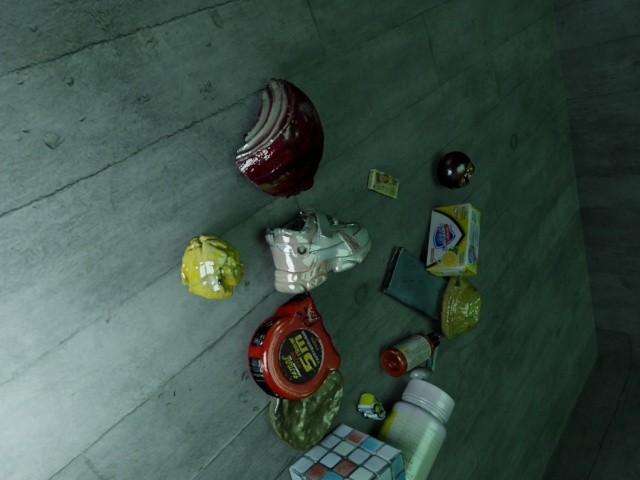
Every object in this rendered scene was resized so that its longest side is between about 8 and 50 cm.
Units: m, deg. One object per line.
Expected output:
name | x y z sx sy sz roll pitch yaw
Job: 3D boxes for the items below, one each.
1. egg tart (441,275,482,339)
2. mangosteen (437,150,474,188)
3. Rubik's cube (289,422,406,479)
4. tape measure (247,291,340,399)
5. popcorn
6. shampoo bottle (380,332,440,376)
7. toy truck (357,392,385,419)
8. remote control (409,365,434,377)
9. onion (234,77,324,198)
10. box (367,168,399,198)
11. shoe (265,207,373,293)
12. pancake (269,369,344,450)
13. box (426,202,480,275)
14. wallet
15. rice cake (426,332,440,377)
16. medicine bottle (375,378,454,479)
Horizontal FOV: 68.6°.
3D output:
egg tart | 0.582 0.274 1.925 0.290 0.115 0.290 -14 107 -55
mangosteen | 0.534 -0.273 1.835 0.152 0.152 0.152 -5 98 -43
Rubik's cube | 0.094 0.770 1.441 0.259 0.253 0.256 -23 109 -41
tape measure | -0.081 0.305 1.302 0.260 0.114 0.253 -33 102 -36
popcorn | -0.257 0.065 1.122 0.148 0.152 0.167 10 114 -10
shampoo bottle | 0.350 0.413 1.753 0.278 0.104 0.104 -13 103 -42
toy truck | 0.183 0.579 1.639 0.111 0.076 0.077 48 42 -36
remote control | 0.379 0.493 1.763 0.229 0.073 0.044 29 52 -68
onion | -0.061 -0.269 1.272 0.280 0.146 0.314 29 70 -46
box | 0.219 -0.196 1.628 0.149 0.020 0.073 13 86 -43
shoe | 0.003 0.000 1.336 0.351 0.172 0.198 -31 112 -39
pancake | -0.043 0.493 1.424 0.294 0.049 0.294 -6 99 -45
box | 0.512 0.001 1.803 0.097 0.168 0.265 29 65 -44
wallet | 0.372 0.175 1.793 0.379 0.046 0.191 32 71 -40
rice cake | 0.459 0.467 1.913 0.042 0.030 0.180 22 78 -56
medicine bottle | 0.321 0.710 1.679 0.379 0.213 0.213 -54 127 -26
